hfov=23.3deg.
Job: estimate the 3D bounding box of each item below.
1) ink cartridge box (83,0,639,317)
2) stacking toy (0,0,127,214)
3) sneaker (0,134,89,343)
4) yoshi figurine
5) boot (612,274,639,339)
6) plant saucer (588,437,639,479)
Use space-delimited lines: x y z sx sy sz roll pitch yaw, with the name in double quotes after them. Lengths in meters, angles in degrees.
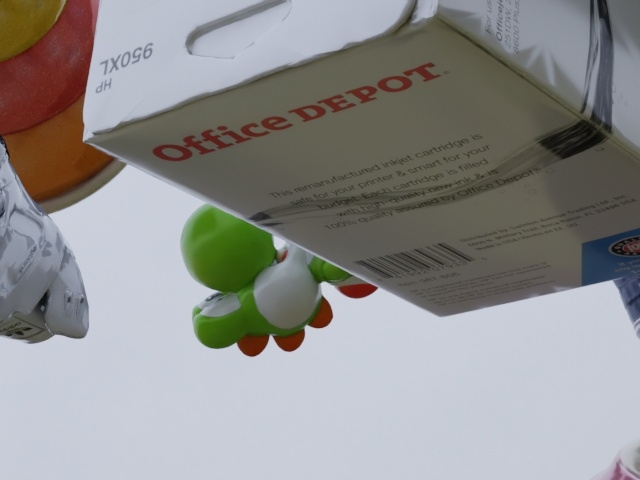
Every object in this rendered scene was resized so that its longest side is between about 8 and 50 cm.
0.080 -0.099 1.064 0.285 0.166 0.395 -15 -28 37 "ink cartridge box"
-0.369 -0.263 1.636 0.351 0.350 0.480 -21 -25 -6 "stacking toy"
-0.294 0.062 1.307 0.137 0.365 0.210 -18 -48 16 "sneaker"
-0.010 -0.018 1.789 0.362 0.203 0.203 -31 -21 -2 "yoshi figurine"
0.355 0.029 1.406 0.190 0.086 0.069 -13 -25 -22 "boot"
0.351 0.212 1.184 0.332 0.332 0.084 -2 -82 -31 "plant saucer"
